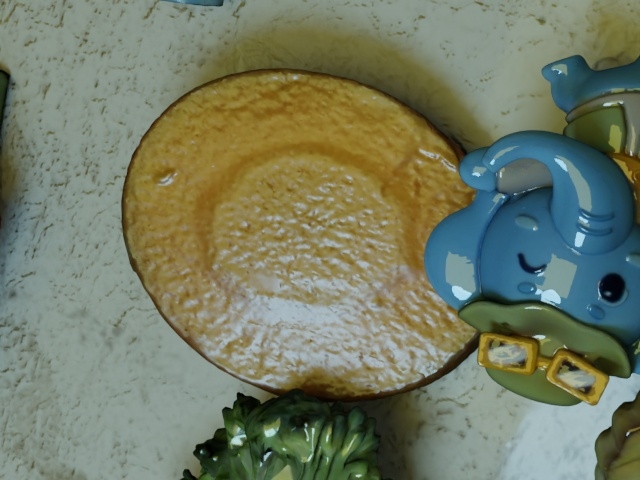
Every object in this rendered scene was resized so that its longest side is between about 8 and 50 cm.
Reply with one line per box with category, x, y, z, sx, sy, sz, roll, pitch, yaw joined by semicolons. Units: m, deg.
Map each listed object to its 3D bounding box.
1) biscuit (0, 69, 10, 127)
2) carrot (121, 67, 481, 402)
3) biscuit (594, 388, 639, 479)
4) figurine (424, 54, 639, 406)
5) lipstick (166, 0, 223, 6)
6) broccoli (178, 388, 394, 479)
biscuit;-0.337;0.001;1.589;0.099;0.038;0.322;17;102;18
carrot;0.000;0.000;1.420;0.307;0.100;0.258;17;101;13
biscuit;0.266;0.132;1.324;0.183;0.061;0.118;-39;122;22
figurine;0.176;-0.015;1.291;0.180;0.154;0.262;4;90;-21
lipstick;-0.090;-0.321;1.424;0.061;0.068;0.274;11;102;19
broccoli;-0.040;0.270;1.373;0.248;0.245;0.288;-11;112;21
